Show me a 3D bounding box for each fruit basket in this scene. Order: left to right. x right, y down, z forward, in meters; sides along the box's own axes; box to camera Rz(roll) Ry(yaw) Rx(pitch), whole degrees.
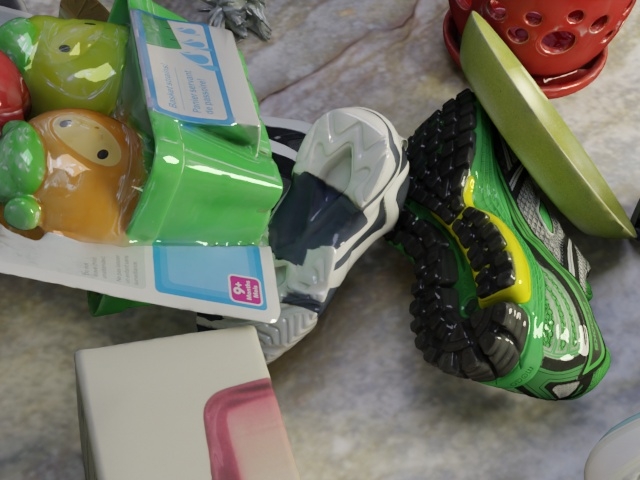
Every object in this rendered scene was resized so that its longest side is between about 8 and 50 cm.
[{"bbox_3d":[-0.208,-0.091,0.898,0.353,0.165,0.327,17,34,-27],"label":"fruit basket"}]

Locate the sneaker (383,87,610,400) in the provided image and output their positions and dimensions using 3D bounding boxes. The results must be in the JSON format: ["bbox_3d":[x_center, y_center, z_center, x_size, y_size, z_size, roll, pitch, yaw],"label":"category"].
[{"bbox_3d":[0.140,0.005,1.066,0.146,0.134,0.343,29,33,-28],"label":"sneaker"}]

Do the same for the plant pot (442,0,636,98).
[{"bbox_3d":[0.211,-0.243,1.241,0.191,0.174,0.191,4,47,-4],"label":"plant pot"}]

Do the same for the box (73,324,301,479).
[{"bbox_3d":[-0.079,0.194,0.831,0.127,0.148,0.232,-8,50,-14],"label":"box"}]

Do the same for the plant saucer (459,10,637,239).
[{"bbox_3d":[0.189,-0.091,1.105,0.037,0.241,0.241,-37,51,16],"label":"plant saucer"}]

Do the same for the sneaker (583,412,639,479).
[{"bbox_3d":[0.344,0.123,0.979,0.366,0.135,0.150,-11,31,-18],"label":"sneaker"}]

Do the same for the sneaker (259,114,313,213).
[{"bbox_3d":[-0.097,-0.058,1.102,0.217,0.079,0.121,6,47,-3],"label":"sneaker"}]

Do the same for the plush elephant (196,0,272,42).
[{"bbox_3d":[-0.131,-0.389,1.277,0.272,0.255,0.330,-18,53,-21],"label":"plush elephant"}]

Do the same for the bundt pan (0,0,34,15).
[{"bbox_3d":[-0.388,-0.127,1.058,0.331,0.124,0.331,20,41,-18],"label":"bundt pan"}]

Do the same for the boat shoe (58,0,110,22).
[{"bbox_3d":[-0.205,-0.173,1.224,0.056,0.048,0.153,-23,60,-39],"label":"boat shoe"}]

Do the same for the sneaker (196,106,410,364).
[{"bbox_3d":[0.000,0.000,1.027,0.094,0.235,0.153,30,13,17],"label":"sneaker"}]

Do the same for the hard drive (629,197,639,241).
[{"bbox_3d":[0.385,-0.007,1.051,0.172,0.054,0.255,-10,18,-15],"label":"hard drive"}]
